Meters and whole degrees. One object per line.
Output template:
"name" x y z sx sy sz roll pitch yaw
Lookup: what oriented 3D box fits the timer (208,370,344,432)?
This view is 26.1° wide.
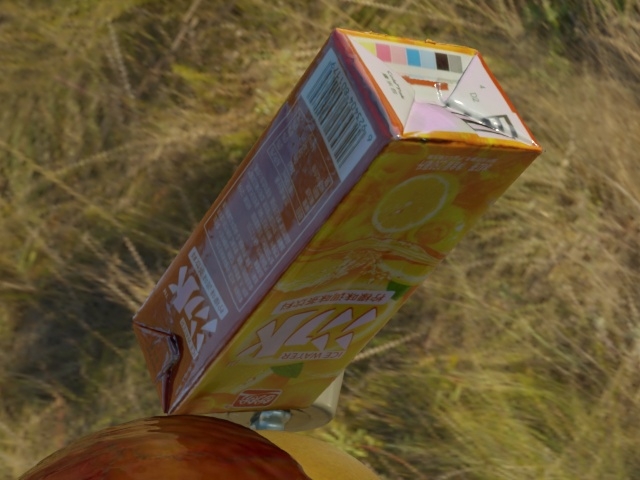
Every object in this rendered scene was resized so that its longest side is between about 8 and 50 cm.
"timer" -0.063 0.257 1.606 0.175 0.175 0.266 -9 63 25

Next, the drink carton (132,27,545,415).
"drink carton" 0.000 0.000 0.687 0.223 0.096 0.071 -51 51 37

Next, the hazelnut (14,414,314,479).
"hazelnut" -0.060 0.170 0.574 0.170 0.160 0.202 -39 69 35

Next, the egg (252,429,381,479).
"egg" -0.044 0.305 1.157 0.282 0.351 0.283 -1 62 2
